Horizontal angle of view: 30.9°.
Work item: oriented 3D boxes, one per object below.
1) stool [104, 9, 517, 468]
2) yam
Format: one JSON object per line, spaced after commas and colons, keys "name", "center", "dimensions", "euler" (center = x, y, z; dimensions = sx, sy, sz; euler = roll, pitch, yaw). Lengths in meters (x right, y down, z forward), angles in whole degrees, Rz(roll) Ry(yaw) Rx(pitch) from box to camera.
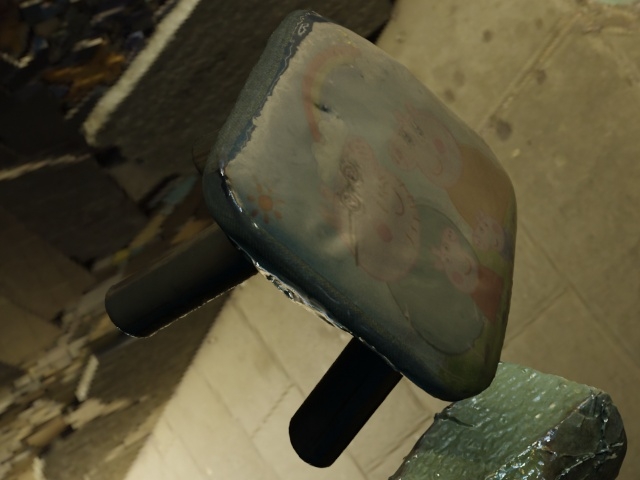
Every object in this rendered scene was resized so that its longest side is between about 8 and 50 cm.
{"name": "stool", "center": [0.000, 0.000, 1.056], "dimensions": [0.310, 0.310, 0.226], "euler": [40, 131, -16]}
{"name": "yam", "center": [0.191, 0.294, 1.298], "dimensions": [0.202, 0.271, 0.201], "euler": [18, 136, 44]}
